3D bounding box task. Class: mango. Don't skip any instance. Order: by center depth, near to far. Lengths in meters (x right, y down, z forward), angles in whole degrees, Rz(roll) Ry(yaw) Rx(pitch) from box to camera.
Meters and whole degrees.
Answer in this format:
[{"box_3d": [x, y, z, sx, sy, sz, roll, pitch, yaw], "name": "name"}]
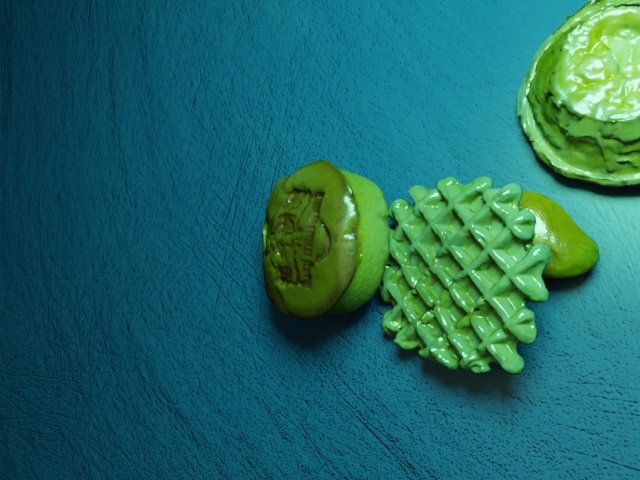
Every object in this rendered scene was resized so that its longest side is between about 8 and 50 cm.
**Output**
[{"box_3d": [0.319, -0.003, 0.814, 0.115, 0.089, 0.165, -38, 67, 8], "name": "mango"}]

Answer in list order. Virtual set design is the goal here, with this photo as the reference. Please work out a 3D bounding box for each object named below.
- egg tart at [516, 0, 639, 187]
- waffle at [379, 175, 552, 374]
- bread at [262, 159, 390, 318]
[{"box_3d": [0.424, -0.232, 0.771, 0.315, 0.120, 0.315, -10, 71, 31], "name": "egg tart"}, {"box_3d": [0.197, 0.048, 0.834, 0.309, 0.056, 0.291, 7, 93, 53], "name": "waffle"}, {"box_3d": [0.000, 0.000, 0.930, 0.270, 0.148, 0.269, -9, 78, 51], "name": "bread"}]
